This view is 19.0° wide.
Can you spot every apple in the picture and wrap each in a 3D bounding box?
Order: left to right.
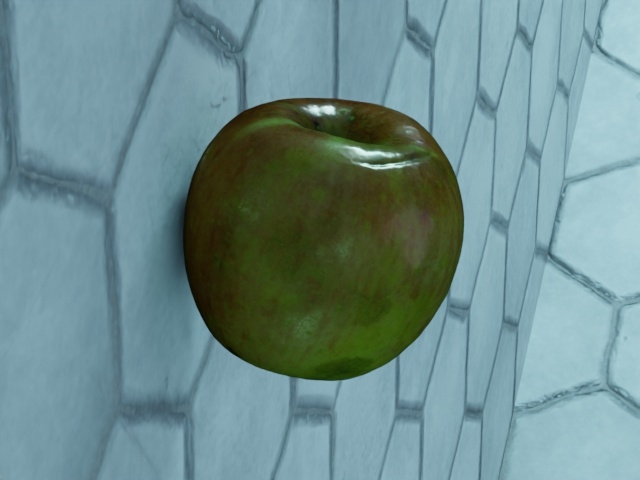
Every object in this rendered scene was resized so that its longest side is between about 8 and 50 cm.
[{"bbox_3d":[0.000,0.000,1.288,0.196,0.196,0.196,7,90,-75],"label":"apple"}]
